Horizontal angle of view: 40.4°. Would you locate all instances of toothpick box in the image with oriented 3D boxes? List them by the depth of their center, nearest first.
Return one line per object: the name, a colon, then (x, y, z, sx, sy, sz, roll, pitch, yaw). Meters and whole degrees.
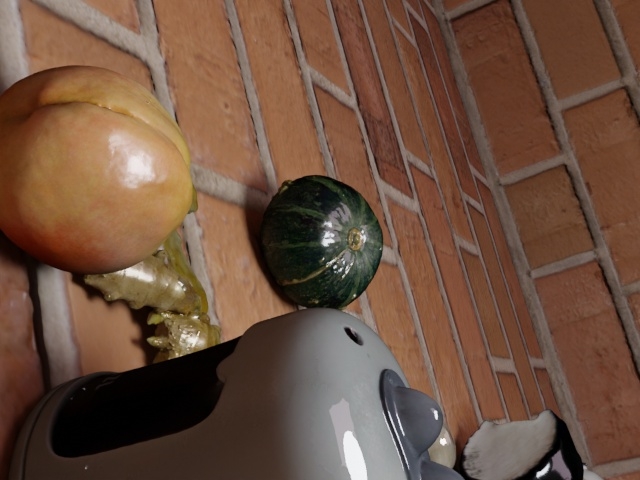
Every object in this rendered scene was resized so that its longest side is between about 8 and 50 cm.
toothpick box: (-0.050, 0.182, 0.670, 0.229, 0.316, 0.229, 51, 28, -42)

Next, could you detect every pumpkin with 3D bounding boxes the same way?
pumpkin: (0.001, 0.001, 1.199, 0.190, 0.146, 0.190, -17, 112, -52)

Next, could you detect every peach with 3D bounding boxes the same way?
peach: (-0.199, -0.062, 0.733, 0.184, 0.184, 0.184, 51, 28, -40)

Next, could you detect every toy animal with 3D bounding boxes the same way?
toy animal: (0.408, 0.499, 1.641, 0.310, 0.251, 0.251, 58, 23, -20)

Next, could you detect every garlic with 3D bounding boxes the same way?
garlic: (0.200, 0.352, 1.482, 0.152, 0.066, 0.084, 69, 19, 5)

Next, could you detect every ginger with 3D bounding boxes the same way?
ginger: (-0.160, 0.071, 0.852, 0.176, 0.053, 0.193, 26, 64, -50)

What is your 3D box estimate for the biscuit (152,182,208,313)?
biscuit: (-0.165, -0.008, 0.950, 0.174, 0.039, 0.183, 58, 25, -26)
